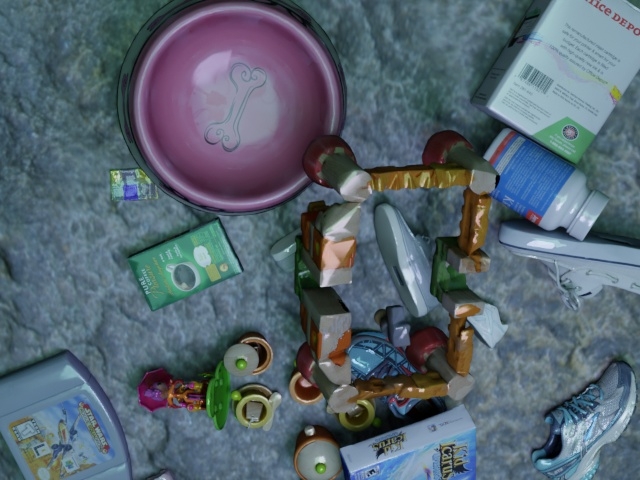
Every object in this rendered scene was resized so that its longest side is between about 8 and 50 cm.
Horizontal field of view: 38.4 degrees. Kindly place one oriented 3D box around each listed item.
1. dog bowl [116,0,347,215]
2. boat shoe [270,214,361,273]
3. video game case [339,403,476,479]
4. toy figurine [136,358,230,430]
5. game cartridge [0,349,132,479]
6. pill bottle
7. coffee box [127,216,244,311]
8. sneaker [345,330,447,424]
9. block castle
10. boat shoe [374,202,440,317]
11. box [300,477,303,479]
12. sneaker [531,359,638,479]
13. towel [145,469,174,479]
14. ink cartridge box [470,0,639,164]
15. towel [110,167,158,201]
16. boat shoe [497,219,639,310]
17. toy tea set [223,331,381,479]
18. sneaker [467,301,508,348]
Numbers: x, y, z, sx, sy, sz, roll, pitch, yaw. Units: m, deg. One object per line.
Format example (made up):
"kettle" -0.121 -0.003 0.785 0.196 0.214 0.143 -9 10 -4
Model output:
"dog bowl" -0.144 -0.230 1.566 0.408 0.150 0.407 -2 102 -8
"boat shoe" 0.000 0.000 1.685 0.184 0.066 0.063 -33 118 0
"video game case" 0.171 0.444 1.725 0.244 0.061 0.269 -19 135 -9
"toy figurine" -0.260 0.282 1.681 0.159 0.173 0.130 1 86 6
"game cartridge" -0.478 0.364 1.722 0.198 0.062 0.297 -21 104 3
"pill bottle" 0.392 -0.095 1.632 0.221 0.124 0.124 33 98 14
"coffee box" -0.246 0.043 1.678 0.184 0.040 0.113 -25 104 0
"sneaker" 0.150 0.269 1.727 0.262 0.125 0.104 39 96 -13
"block castle" 0.112 0.049 1.556 0.303 0.213 0.453 -4 112 -17
"boat shoe" 0.168 0.028 1.708 0.081 0.079 0.227 -26 104 -20
"box" -0.026 0.593 1.817 0.101 0.060 0.244 17 100 -10
"sneaker" 0.513 0.354 1.796 0.122 0.110 0.283 25 99 -7
"towel" -0.360 0.653 1.786 0.317 0.053 0.331 -26 100 1
"ink cartridge box" 0.433 -0.308 1.629 0.201 0.117 0.278 30 98 -12
"towel" -0.334 -0.100 1.652 0.083 0.009 0.060 -2 104 -6
"boat shoe" 0.490 0.062 1.724 0.367 0.136 0.156 9 105 -18
"toy tea set" -0.051 0.316 1.717 0.336 0.124 0.200 33 98 -12
"sneaker" 0.299 0.135 1.755 0.061 0.054 0.152 -43 110 -5
